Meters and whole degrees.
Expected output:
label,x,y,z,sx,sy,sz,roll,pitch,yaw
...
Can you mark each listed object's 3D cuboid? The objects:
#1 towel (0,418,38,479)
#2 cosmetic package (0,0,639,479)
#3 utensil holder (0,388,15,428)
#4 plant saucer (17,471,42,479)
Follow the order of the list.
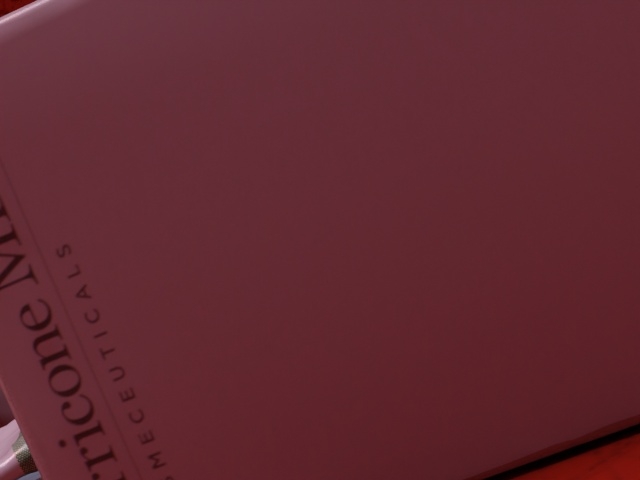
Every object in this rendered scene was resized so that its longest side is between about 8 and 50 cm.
label,x,y,z,sx,sy,sz,roll,pitch,yaw
towel,-0.211,0.130,0.692,0.152,0.023,0.113,-24,3,-10
cosmetic package,0.088,-0.052,0.529,0.453,0.230,0.161,-23,4,13
utensil holder,-0.301,0.019,1.236,0.327,0.327,0.385,-25,5,-25
plant saucer,-0.209,0.159,0.788,0.317,0.044,0.317,-22,3,1
